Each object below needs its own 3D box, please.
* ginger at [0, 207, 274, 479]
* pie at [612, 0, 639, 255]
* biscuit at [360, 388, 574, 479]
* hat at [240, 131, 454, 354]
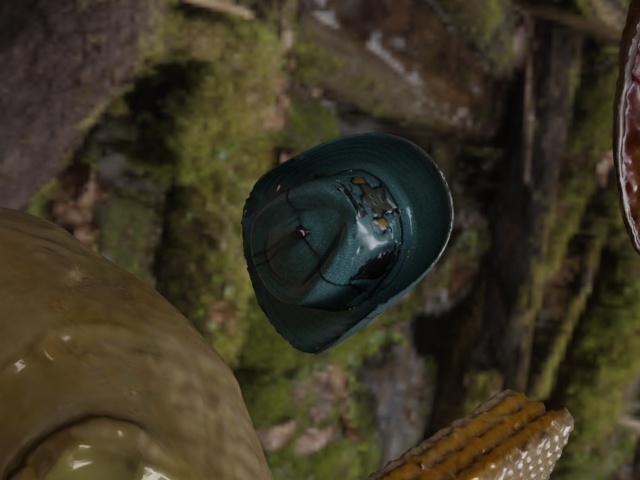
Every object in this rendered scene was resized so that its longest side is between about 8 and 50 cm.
[{"bbox_3d":[-0.108,0.079,0.604,0.152,0.267,0.138,22,104,-54],"label":"ginger"},{"bbox_3d":[0.167,-0.007,0.556,0.191,0.033,0.088,35,90,-21],"label":"pie"},{"bbox_3d":[0.048,0.187,0.979,0.378,0.054,0.094,-21,139,-52],"label":"biscuit"},{"bbox_3d":[0.000,0.000,1.093,0.078,0.191,0.138,-1,61,-54],"label":"hat"}]
